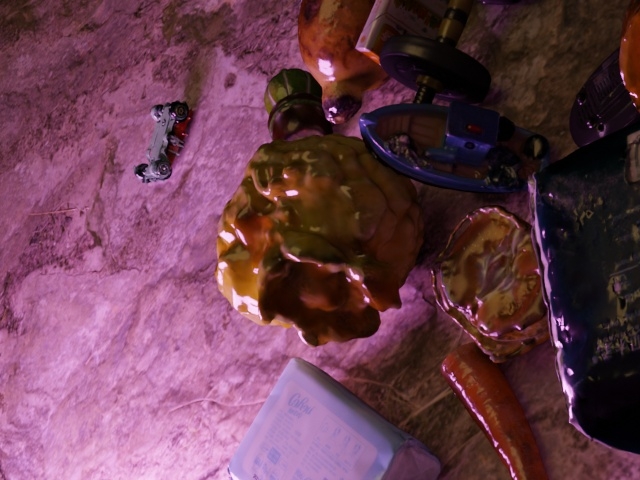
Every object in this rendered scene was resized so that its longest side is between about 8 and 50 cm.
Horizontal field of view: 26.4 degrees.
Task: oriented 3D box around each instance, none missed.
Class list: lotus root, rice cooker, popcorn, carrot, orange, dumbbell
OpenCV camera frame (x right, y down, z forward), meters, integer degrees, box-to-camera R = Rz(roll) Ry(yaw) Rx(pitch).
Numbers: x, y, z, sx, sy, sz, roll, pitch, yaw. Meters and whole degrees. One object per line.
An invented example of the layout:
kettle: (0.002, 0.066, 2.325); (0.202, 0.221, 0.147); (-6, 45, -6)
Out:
lotus root: (0.053, -0.308, 1.840); (0.141, 0.169, 0.314); (8, 76, 53)
rice cooker: (0.340, -0.147, 1.434); (0.165, 0.106, 0.112); (-51, 31, 32)
popcorn: (0.000, 0.000, 1.653); (0.270, 0.224, 0.258); (10, 81, 42)
carrot: (0.192, 0.198, 1.427); (0.061, 0.061, 0.209); (-47, 43, 19)
orange: (0.204, 0.047, 1.463); (0.160, 0.112, 0.170); (-8, 81, 34)
dumbbell: (0.168, -0.276, 1.699); (0.143, 0.143, 0.325); (10, 74, 53)

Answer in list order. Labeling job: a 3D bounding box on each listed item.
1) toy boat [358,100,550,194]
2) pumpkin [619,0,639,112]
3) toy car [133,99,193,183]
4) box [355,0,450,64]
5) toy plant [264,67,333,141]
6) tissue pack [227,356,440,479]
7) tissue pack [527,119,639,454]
toy boat: (0.152, -0.111, 1.550); (0.097, 0.223, 0.100); (109, 172, -62)
pumpkin: (0.457, -0.221, 1.277); (0.325, 0.242, 0.232); (-10, 29, 27)
toy car: (-0.253, -0.159, 2.215); (0.073, 0.054, 0.143); (-4, 68, 51)
box: (0.135, -0.322, 1.788); (0.032, 0.122, 0.220); (12, 76, 54)
toy plant: (-0.034, -0.181, 1.927); (0.093, 0.093, 0.162); (-41, 41, 25)
tissue pack: (0.012, 0.264, 1.572); (0.177, 0.089, 0.263); (-60, 33, 0)
tissue pack: (0.408, -0.002, 1.101); (0.416, 0.253, 0.264); (-27, 60, 39)
